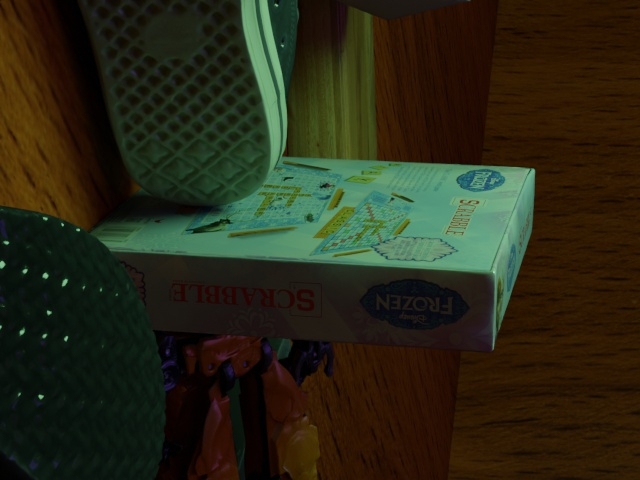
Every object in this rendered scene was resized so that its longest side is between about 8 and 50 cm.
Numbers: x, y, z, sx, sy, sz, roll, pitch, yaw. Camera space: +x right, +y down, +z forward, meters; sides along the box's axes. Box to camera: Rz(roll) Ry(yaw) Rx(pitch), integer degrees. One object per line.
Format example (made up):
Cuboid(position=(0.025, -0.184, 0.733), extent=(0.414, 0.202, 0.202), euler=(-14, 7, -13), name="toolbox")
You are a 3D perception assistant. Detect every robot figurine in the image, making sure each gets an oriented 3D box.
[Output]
Cuboid(position=(-0.081, 0.152, 1.484), extent=(0.211, 0.085, 0.291), euler=(-29, 128, -35), name="robot figurine")

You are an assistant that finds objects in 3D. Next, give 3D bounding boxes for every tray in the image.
Cuboid(position=(0.013, -0.229, 2.013), extent=(0.203, 0.076, 0.411), euler=(-64, 153, -63), name="tray")

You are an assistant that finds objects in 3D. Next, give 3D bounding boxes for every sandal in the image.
Cuboid(position=(-0.215, 0.049, 0.938), extent=(0.446, 0.107, 0.167), euler=(39, 54, -60), name="sandal")

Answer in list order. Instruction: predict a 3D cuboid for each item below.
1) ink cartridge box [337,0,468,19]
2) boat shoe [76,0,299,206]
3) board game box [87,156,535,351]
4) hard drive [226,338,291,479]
Cuboid(position=(0.051, -0.411, 1.784), extent=(0.223, 0.129, 0.307), euler=(14, 76, -42), name="ink cartridge box")
Cuboid(position=(-0.097, -0.244, 1.229), extent=(0.500, 0.187, 0.156), euler=(87, 6, -47), name="boat shoe")
Cuboid(position=(0.000, 0.000, 1.386), extent=(0.318, 0.318, 0.066), euler=(-52, 144, -70), name="board game box")
Cuboid(position=(-0.071, 0.225, 1.735), extent=(0.254, 0.054, 0.172), euler=(-72, 160, -52), name="hard drive")
